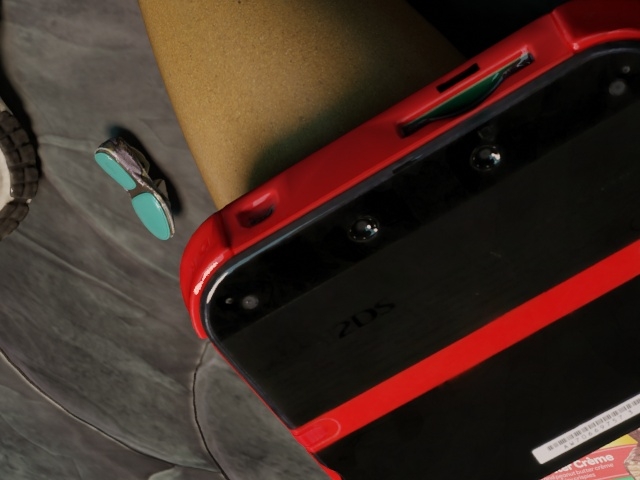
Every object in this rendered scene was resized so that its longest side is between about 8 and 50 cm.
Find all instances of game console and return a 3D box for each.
[{"bbox_3d":[0.131,0.036,1.111,0.386,0.060,0.342,-30,126,13],"label":"game console"}]

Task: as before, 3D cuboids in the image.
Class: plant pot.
[{"bbox_3d":[-0.028,-0.136,1.200,0.254,0.237,0.237,53,137,1],"label":"plant pot"}]

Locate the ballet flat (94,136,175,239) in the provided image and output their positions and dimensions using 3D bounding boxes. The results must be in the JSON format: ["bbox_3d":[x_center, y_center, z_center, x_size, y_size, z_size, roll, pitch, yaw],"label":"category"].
[{"bbox_3d":[-0.168,-0.054,1.484,0.041,0.041,0.114,-15,121,40],"label":"ballet flat"}]

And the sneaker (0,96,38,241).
[{"bbox_3d":[-0.400,-0.169,1.452,0.182,0.158,0.410,22,135,28],"label":"sneaker"}]

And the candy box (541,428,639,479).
[{"bbox_3d":[0.198,0.098,1.310,0.268,0.122,0.317,-14,127,37],"label":"candy box"}]
